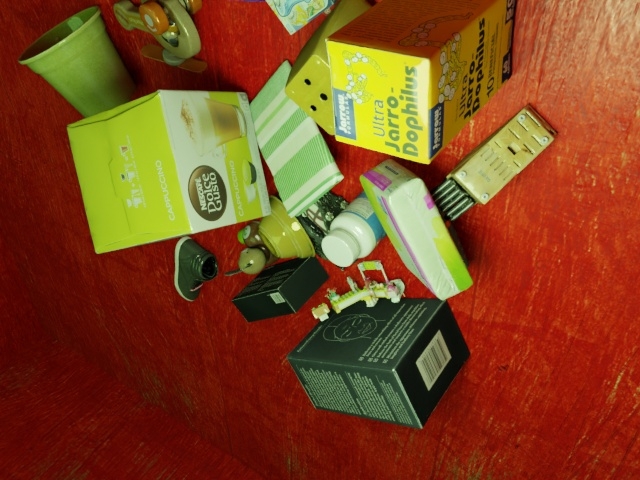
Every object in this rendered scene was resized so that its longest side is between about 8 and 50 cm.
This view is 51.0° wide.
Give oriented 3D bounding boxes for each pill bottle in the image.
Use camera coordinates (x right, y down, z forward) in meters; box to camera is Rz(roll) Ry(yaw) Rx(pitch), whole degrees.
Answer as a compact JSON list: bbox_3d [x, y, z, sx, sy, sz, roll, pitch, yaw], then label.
[{"bbox_3d":[0.101,-0.033,1.668,0.124,0.221,0.124,25,139,24],"label":"pill bottle"}]

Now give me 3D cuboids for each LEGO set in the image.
[{"bbox_3d":[0.098,0.133,1.900,0.287,0.132,0.107,-16,109,25],"label":"LEGO set"}]

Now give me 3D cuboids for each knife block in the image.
[{"bbox_3d":[0.353,-0.159,1.450,0.276,0.242,0.088,-45,92,8],"label":"knife block"}]

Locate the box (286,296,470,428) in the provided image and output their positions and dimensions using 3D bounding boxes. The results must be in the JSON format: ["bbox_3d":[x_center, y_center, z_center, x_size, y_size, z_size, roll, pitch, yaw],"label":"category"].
[{"bbox_3d":[0.160,0.327,1.889,0.395,0.293,0.212,-2,122,44],"label":"box"}]

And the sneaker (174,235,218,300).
[{"bbox_3d":[-0.443,0.134,2.422,0.147,0.104,0.296,30,136,27],"label":"sneaker"}]

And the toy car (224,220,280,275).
[{"bbox_3d":[-0.215,0.043,2.059,0.155,0.188,0.149,-18,112,49],"label":"toy car"}]

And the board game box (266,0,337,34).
[{"bbox_3d":[-0.071,-0.554,1.413,0.136,0.035,0.201,-23,114,41],"label":"board game box"}]

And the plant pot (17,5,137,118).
[{"bbox_3d":[-0.683,-0.500,1.964,0.276,0.276,0.254,3,138,42],"label":"plant pot"}]

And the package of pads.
[{"bbox_3d":[0.213,-0.029,1.540,0.296,0.101,0.229,60,178,-22],"label":"package of pads"}]

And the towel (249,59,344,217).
[{"bbox_3d":[-0.074,-0.247,1.699,0.248,0.038,0.325,-36,75,52],"label":"towel"}]

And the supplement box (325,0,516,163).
[{"bbox_3d":[0.192,-0.324,1.204,0.195,0.356,0.194,20,136,30],"label":"supplement box"}]

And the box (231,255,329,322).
[{"bbox_3d":[-0.126,0.150,2.081,0.261,0.184,0.103,-18,114,50],"label":"box"}]

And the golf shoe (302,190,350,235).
[{"bbox_3d":[0.009,-0.083,1.821,0.273,0.105,0.120,58,149,-3],"label":"golf shoe"}]

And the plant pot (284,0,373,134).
[{"bbox_3d":[0.048,-0.355,1.424,0.212,0.187,0.212,42,143,-9],"label":"plant pot"}]

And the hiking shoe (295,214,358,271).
[{"bbox_3d":[0.000,0.000,1.905,0.227,0.086,0.114,45,142,1],"label":"hiking shoe"}]

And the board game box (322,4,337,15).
[{"bbox_3d":[-0.011,-0.603,1.400,0.124,0.039,0.259,-4,125,45],"label":"board game box"}]

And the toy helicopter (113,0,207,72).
[{"bbox_3d":[-0.433,-0.565,1.781,0.355,0.140,0.235,27,149,39],"label":"toy helicopter"}]

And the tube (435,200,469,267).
[{"bbox_3d":[0.308,-0.016,1.625,0.052,0.080,0.207,-21,119,6],"label":"tube"}]

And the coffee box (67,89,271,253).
[{"bbox_3d":[-0.381,-0.177,1.724,0.338,0.334,0.337,-10,94,31],"label":"coffee box"}]

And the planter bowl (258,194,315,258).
[{"bbox_3d":[-0.116,-0.016,1.927,0.217,0.090,0.217,50,167,16],"label":"planter bowl"}]
